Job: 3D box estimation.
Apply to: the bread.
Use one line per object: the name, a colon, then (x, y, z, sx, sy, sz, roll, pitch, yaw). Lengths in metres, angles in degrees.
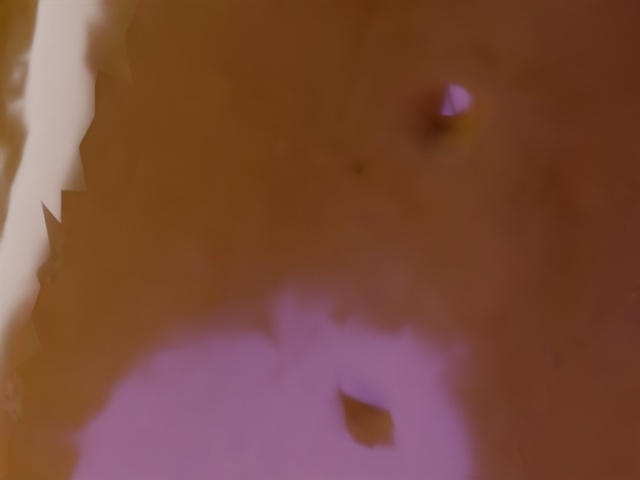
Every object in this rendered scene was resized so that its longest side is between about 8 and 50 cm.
bread: (0.012, -0.040, 0.549, 0.361, 0.250, 0.394, -109, 33, -79)
